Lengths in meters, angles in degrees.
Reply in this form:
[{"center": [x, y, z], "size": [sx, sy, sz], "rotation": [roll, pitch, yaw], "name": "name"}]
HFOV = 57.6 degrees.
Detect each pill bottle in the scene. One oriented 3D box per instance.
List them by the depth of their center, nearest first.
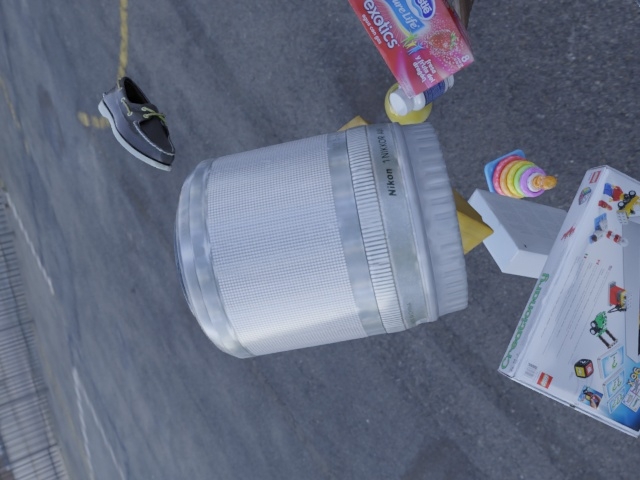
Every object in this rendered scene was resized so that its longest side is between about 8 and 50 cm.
[{"center": [0.194, -0.295, 1.129], "size": [0.067, 0.120, 0.067], "rotation": [48, 164, 19], "name": "pill bottle"}]

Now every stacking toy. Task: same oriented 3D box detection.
[{"center": [0.738, -0.215, 2.064], "size": [0.166, 0.175, 0.302], "rotation": [67, 171, -16], "name": "stacking toy"}]

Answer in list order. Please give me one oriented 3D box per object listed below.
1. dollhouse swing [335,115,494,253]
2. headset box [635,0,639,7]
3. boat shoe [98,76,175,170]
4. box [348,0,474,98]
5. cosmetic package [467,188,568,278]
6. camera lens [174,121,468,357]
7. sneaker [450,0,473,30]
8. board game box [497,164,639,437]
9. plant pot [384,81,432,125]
[{"center": [0.129, -0.050, 1.330], "size": [0.305, 0.315, 0.347], "rotation": [-51, 49, 18], "name": "dollhouse swing"}, {"center": [0.576, -0.513, 0.910], "size": [0.131, 0.246, 0.283], "rotation": [36, 130, -22], "name": "headset box"}, {"center": [-0.288, -0.191, 0.931], "size": [0.069, 0.081, 0.228], "rotation": [-54, 53, 12], "name": "boat shoe"}, {"center": [0.130, -0.376, 0.920], "size": [0.122, 0.128, 0.257], "rotation": [-27, 112, 25], "name": "box"}, {"center": [0.651, -0.005, 1.754], "size": [0.284, 0.377, 0.098], "rotation": [-110, 38, -49], "name": "cosmetic package"}, {"center": [0.000, 0.000, 0.625], "size": [0.219, 0.274, 0.220], "rotation": [-11, -90, -82], "name": "camera lens"}, {"center": [0.275, -0.480, 1.098], "size": [0.066, 0.071, 0.189], "rotation": [-99, 0, -70], "name": "sneaker"}, {"center": [0.389, 0.080, 0.776], "size": [0.305, 0.192, 0.053], "rotation": [-64, 5, -3], "name": "board game box"}, {"center": [0.231, -0.384, 1.601], "size": [0.134, 0.095, 0.134], "rotation": [0, 90, 23], "name": "plant pot"}]
